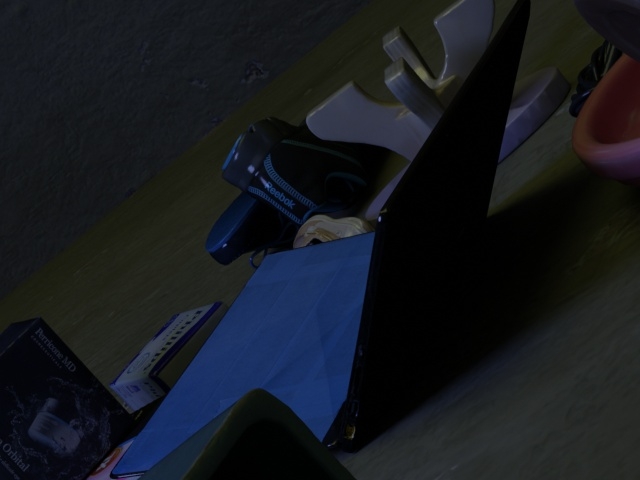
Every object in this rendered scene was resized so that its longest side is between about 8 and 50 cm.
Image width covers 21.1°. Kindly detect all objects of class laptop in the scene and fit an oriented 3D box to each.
[{"bbox_3d":[0.000,0.000,1.594,0.382,0.236,0.408,-56,-20,-49],"label":"laptop"}]

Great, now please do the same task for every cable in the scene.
[{"bbox_3d":[0.324,-0.189,1.769,0.150,0.047,0.184,-38,14,35],"label":"cable"}]

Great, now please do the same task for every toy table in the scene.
[{"bbox_3d":[0.125,-0.150,1.938,0.274,0.161,0.252,-40,13,1],"label":"toy table"}]

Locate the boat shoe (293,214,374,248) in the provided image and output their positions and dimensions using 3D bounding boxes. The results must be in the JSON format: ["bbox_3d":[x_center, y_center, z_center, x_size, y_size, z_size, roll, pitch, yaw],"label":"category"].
[{"bbox_3d":[0.004,0.009,1.971,0.059,0.063,0.170,-40,12,-23],"label":"boat shoe"}]

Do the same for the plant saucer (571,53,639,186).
[{"bbox_3d":[0.362,-0.150,1.418,0.332,0.084,0.332,-39,14,11],"label":"plant saucer"}]

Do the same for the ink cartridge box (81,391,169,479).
[{"bbox_3d":[-0.193,0.239,1.787,0.371,0.069,0.176,-34,14,38],"label":"ink cartridge box"}]

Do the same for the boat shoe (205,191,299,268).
[{"bbox_3d":[-0.064,-0.032,2.265,0.109,0.089,0.258,-30,13,35],"label":"boat shoe"}]

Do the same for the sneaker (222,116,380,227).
[{"bbox_3d":[0.008,-0.095,2.222,0.341,0.139,0.125,-27,-26,-56],"label":"sneaker"}]

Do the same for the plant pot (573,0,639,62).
[{"bbox_3d":[0.296,-0.238,1.237,0.229,0.263,0.263,-59,14,-4],"label":"plant pot"}]

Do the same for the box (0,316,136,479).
[{"bbox_3d":[-0.307,0.189,1.782,0.158,0.156,0.093,-47,15,-26],"label":"box"}]

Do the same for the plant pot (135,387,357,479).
[{"bbox_3d":[-0.077,0.274,0.918,0.252,0.248,0.247,-31,16,48],"label":"plant pot"}]

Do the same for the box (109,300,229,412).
[{"bbox_3d":[-0.156,0.142,1.972,0.126,0.072,0.137,-48,15,-28],"label":"box"}]
